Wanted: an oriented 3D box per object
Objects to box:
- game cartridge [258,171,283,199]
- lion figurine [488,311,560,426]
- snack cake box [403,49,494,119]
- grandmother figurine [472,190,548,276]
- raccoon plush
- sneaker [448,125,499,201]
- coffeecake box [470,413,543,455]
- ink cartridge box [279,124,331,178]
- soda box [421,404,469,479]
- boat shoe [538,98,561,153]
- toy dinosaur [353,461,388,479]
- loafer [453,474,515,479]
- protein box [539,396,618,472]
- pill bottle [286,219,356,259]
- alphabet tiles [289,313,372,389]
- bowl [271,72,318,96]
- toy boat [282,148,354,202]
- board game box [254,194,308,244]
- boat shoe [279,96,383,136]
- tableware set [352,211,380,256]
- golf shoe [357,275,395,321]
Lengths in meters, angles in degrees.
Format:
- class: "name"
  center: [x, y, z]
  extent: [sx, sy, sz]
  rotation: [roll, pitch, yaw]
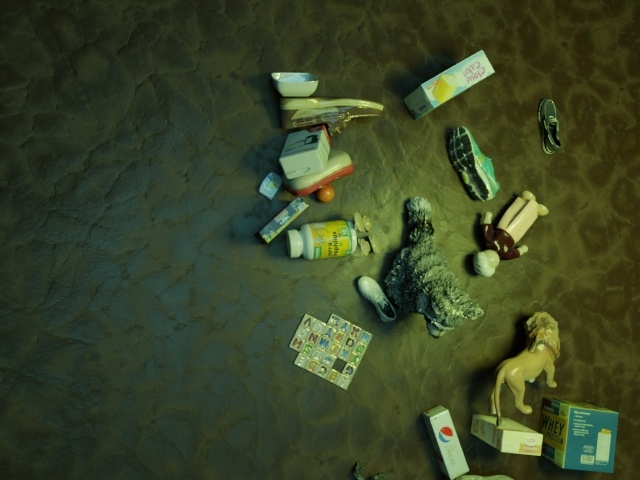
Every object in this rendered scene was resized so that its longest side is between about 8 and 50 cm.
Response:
- class: "game cartridge"
  center: [-0.160, -0.178, 1.578]
  extent: [0.056, 0.017, 0.083]
  rotation: [32, 80, -5]
- class: "lion figurine"
  center: [0.674, 0.415, 1.621]
  extent: [0.392, 0.142, 0.241]
  rotation: [-29, 116, -38]
- class: "snack cake box"
  center: [0.432, -0.525, 1.666]
  extent: [0.264, 0.152, 0.089]
  rotation: [-32, 94, -12]
- class: "grandmother figurine"
  center: [0.642, -0.017, 1.708]
  extent: [0.207, 0.104, 0.342]
  rotation: [39, 76, 1]
- class: "raccoon plush"
  center: [0.340, 0.072, 1.522]
  extent: [0.215, 0.299, 0.447]
  rotation: [-9, 88, -17]
- class: "sneaker"
  center: [0.537, -0.271, 1.715]
  extent: [0.110, 0.107, 0.276]
  rotation: [-30, 98, -32]
- class: "coffeecake box"
  center: [0.606, 0.634, 1.609]
  extent: [0.142, 0.185, 0.068]
  rotation: [11, 84, -12]
- class: "ink cartridge box"
  center: [-0.044, -0.274, 1.507]
  extent: [0.127, 0.175, 0.072]
  rotation: [-11, 124, 16]
- class: "soda box"
  center: [0.412, 0.665, 1.623]
  extent: [0.073, 0.069, 0.216]
  rotation: [-19, 91, -13]
- class: "boat shoe"
  center: [0.852, -0.425, 1.798]
  extent: [0.075, 0.065, 0.206]
  rotation: [-1, 86, -13]
- class: "toy dinosaur"
  center: [0.144, 0.783, 1.561]
  extent: [0.268, 0.064, 0.118]
  rotation: [20, 89, -7]
- class: "loafer"
  center: [0.556, 0.842, 1.633]
  extent: [0.319, 0.111, 0.112]
  rotation: [22, 46, -22]
- class: "protein box"
  center: [0.888, 0.668, 1.696]
  extent: [0.199, 0.136, 0.201]
  rotation: [10, 84, -12]
- class: "pill bottle"
  center: [0.000, 0.000, 1.550]
  extent: [0.208, 0.117, 0.118]
  rotation: [-6, 88, -13]
- class: "alphabet tiles"
  center: [0.027, 0.342, 1.589]
  extent: [0.237, 0.009, 0.198]
  rotation: [29, 81, -10]
- class: "bowl"
  center: [-0.085, -0.498, 1.566]
  extent: [0.141, 0.142, 0.053]
  rotation: [-4, 121, -13]
- class: "toy boat"
  center: [0.003, -0.190, 1.569]
  extent: [0.231, 0.151, 0.151]
  rotation: [-30, 123, -12]
- class: "board game box"
  center: [-0.123, -0.061, 1.514]
  extent: [0.170, 0.141, 0.048]
  rotation: [-43, 97, -12]
- class: "boat shoe"
  center: [0.036, -0.402, 1.596]
  extent: [0.341, 0.123, 0.123]
  rotation: [-3, 108, -14]
- class: "tableware set"
  center: [0.148, -0.021, 1.581]
  extent: [0.020, 0.168, 0.141]
  rotation: [-18, 83, 26]
- class: "golf shoe"
  center: [0.190, 0.187, 1.597]
  extent: [0.069, 0.086, 0.176]
  rotation: [-39, 94, -11]
